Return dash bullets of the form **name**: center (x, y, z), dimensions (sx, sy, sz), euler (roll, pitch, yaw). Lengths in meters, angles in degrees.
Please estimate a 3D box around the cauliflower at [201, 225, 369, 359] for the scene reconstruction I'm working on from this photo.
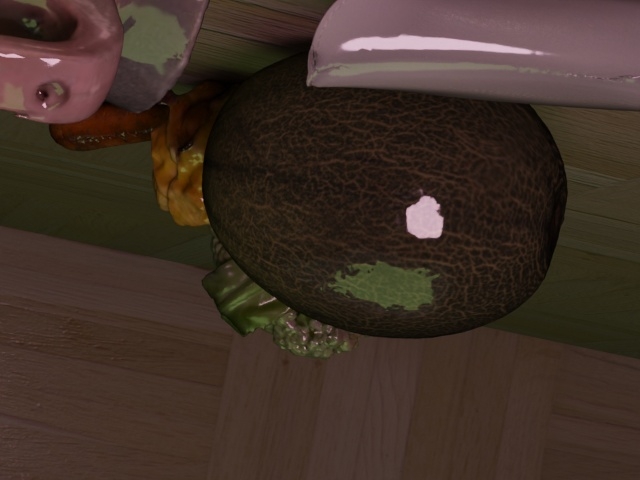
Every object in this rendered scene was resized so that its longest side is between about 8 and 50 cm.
- **cauliflower**: center (0.000, 0.000, 2.079), dimensions (0.315, 0.256, 0.239), euler (-31, 146, 29)

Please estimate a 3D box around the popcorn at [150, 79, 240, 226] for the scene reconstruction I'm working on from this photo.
- **popcorn**: center (-0.093, -0.082, 1.740), dimensions (0.167, 0.148, 0.152), euler (-11, 138, 42)

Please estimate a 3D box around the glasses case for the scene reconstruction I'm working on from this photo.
- **glasses case**: center (0.143, -0.135, 1.237), dimensions (0.308, 0.083, 0.128), euler (4, -174, -5)

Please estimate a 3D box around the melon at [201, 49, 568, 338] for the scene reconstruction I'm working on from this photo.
- **melon**: center (0.047, -0.041, 1.489), dimensions (0.302, 0.237, 0.237), euler (12, 173, 16)

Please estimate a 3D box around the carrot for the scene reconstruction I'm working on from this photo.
- **carrot**: center (-0.217, -0.125, 1.935), dimensions (0.161, 0.055, 0.055), euler (-2, 167, 30)

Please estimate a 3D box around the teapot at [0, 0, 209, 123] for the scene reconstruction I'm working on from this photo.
- **teapot**: center (-0.227, -0.168, 0.840), dimensions (0.344, 0.253, 0.300), euler (6, -142, -23)
